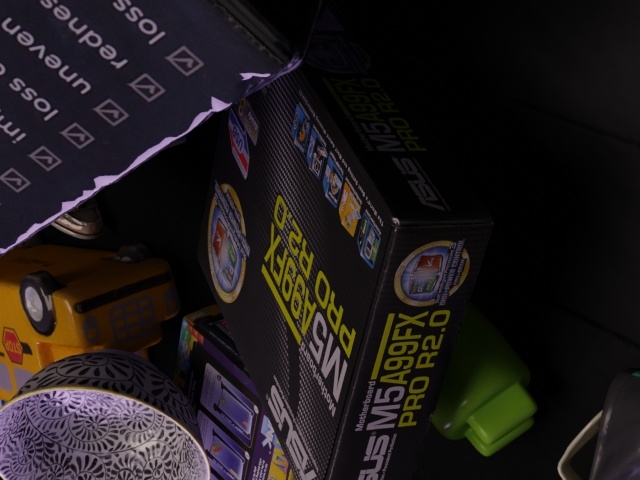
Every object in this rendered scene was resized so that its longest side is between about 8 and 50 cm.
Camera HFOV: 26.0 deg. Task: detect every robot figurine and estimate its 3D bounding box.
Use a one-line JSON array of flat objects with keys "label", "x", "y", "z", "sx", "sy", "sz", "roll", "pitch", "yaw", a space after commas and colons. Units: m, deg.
[{"label": "robot figurine", "x": 0.082, "y": 0.074, "z": 0.848, "sx": 0.115, "sy": 0.067, "sz": 0.101, "roll": 52, "pitch": 169, "yaw": 22}]

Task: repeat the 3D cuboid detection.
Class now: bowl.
[{"label": "bowl", "x": -0.161, "y": 0.136, "z": 1.050, "sx": 0.080, "sy": 0.170, "sz": 0.170, "roll": -82, "pitch": 15, "yaw": -45}]

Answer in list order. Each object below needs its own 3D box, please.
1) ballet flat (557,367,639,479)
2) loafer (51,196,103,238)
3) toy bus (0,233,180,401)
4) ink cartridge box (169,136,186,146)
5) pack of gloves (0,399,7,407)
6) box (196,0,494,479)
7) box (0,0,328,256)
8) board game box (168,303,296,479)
[{"label": "ballet flat", "x": 0.160, "y": 0.158, "z": 0.787, "sx": 0.074, "sy": 0.074, "sz": 0.203, "roll": 36, "pitch": 123, "yaw": 36}, {"label": "loafer", "x": -0.226, "y": -0.047, "z": 1.188, "sx": 0.125, "sy": 0.045, "sz": 0.039, "roll": 40, "pitch": 125, "yaw": 37}, {"label": "toy bus", "x": -0.252, "y": 0.069, "z": 1.210, "sx": 0.333, "sy": 0.108, "sz": 0.130, "roll": 5, "pitch": 109, "yaw": 49}, {"label": "ink cartridge box", "x": -0.185, "y": -0.155, "z": 1.074, "sx": 0.115, "sy": 0.067, "sz": 0.198, "roll": -12, "pitch": 94, "yaw": 51}, {"label": "pack of gloves", "x": -0.369, "y": 0.184, "z": 1.465, "sx": 0.195, "sy": 0.046, "sz": 0.232, "roll": -31, "pitch": 83, "yaw": 39}, {"label": "box", "x": 0.000, "y": 0.000, "z": 0.848, "sx": 0.270, "sy": 0.060, "sz": 0.216, "roll": -118, "pitch": 34, "yaw": -48}, {"label": "box", "x": -0.303, "y": -0.226, "z": 0.765, "sx": 0.472, "sy": 0.297, "sz": 0.480, "roll": -29, "pitch": 123, "yaw": 37}, {"label": "board game box", "x": -0.057, "y": 0.155, "z": 1.061, "sx": 0.141, "sy": 0.048, "sz": 0.170, "roll": 37, "pitch": 131, "yaw": 33}]
